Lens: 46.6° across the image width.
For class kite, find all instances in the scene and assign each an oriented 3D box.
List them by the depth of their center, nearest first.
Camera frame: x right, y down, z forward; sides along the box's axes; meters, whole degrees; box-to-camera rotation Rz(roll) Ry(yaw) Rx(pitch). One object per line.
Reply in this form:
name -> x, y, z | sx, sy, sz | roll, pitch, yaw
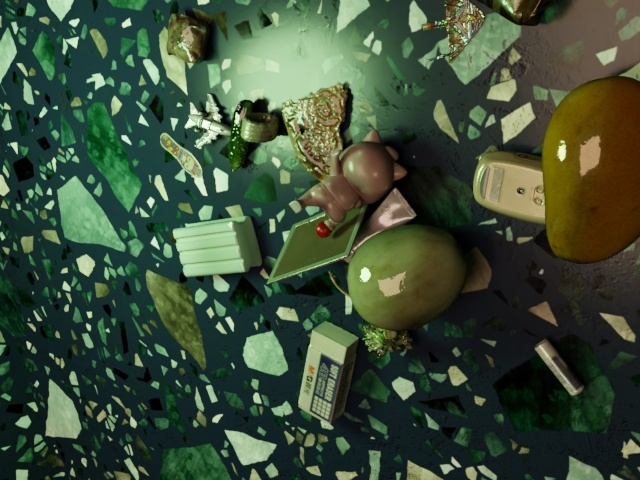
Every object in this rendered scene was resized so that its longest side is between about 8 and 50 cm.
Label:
kite -> 0.295, -0.489, 1.668 | 0.160, 0.010, 0.182 | 3, 108, 37

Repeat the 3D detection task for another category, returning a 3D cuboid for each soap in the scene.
soap -> -0.315, 0.020, 2.261 | 0.266, 0.088, 0.159 | -7, 102, 39

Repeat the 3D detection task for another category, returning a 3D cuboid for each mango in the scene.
mango -> 0.554, -0.130, 1.447 | 0.221, 0.264, 0.377 | -129, 43, -61

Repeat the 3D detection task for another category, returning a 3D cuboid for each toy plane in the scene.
toy plane -> -0.322, -0.337, 2.155 | 0.171, 0.066, 0.162 | 27, 110, 32

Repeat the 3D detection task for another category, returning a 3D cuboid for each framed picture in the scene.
framed picture -> 0.000, 0.000, 1.950 | 0.296, 0.232, 0.019 | -20, 124, 41

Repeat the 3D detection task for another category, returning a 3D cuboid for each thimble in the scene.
thimble -> -0.161, -0.306, 2.017 | 0.084, 0.110, 0.062 | 47, 136, 44

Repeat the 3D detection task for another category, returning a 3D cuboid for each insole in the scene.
insole -> -0.431, -0.264, 2.299 | 0.197, 0.004, 0.065 | 44, 127, 16

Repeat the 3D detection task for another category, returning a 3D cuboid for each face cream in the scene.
face cream -> 0.143, -0.026, 1.926 | 0.243, 0.058, 0.092 | -45, 73, 32

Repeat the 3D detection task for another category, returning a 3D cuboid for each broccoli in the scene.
broccoli -> 0.175, 0.246, 1.919 | 0.118, 0.204, 0.122 | -27, 83, -4

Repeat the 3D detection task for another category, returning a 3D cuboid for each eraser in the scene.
eraser -> 0.020, 0.383, 2.146 | 0.124, 0.081, 0.278 | 25, 120, 28

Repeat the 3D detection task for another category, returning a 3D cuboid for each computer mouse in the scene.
computer mouse -> 0.452, -0.118, 1.638 | 0.237, 0.082, 0.145 | 17, 116, 30

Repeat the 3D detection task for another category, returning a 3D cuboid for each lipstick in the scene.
lipstick -> 0.558, 0.297, 1.737 | 0.141, 0.040, 0.040 | 53, 129, 10

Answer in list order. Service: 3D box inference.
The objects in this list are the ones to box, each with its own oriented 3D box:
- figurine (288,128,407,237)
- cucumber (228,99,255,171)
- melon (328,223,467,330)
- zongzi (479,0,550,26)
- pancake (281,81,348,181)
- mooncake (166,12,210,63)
figurine -> 0.065, -0.142, 1.852 | 0.287, 0.186, 0.176 | -45, 95, 4
cucumber -> -0.225, -0.293, 2.098 | 0.069, 0.069, 0.227 | 32, 127, 24
melon -> 0.202, 0.090, 1.792 | 0.271, 0.272, 0.308 | 52, 135, 10
zongzi -> 0.379, -0.612, 1.477 | 0.286, 0.134, 0.288 | 38, 126, 17
pancake -> 0.013, -0.294, 1.938 | 0.266, 0.057, 0.244 | 44, 119, 11
mooncake -> -0.378, -0.570, 2.105 | 0.130, 0.073, 0.125 | 23, 117, 27
